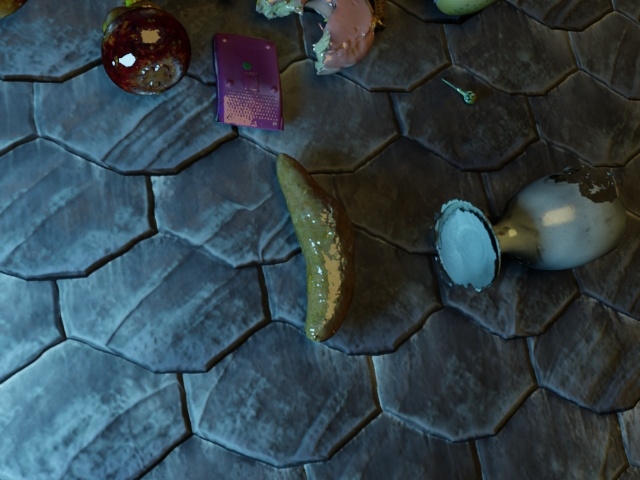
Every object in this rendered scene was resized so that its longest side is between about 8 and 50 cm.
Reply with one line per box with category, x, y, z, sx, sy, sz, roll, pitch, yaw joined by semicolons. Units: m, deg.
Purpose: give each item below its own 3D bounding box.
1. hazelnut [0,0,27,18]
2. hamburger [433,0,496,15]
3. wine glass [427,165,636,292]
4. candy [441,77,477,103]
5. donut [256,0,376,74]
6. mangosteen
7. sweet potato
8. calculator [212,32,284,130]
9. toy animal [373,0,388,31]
hazelnut;-0.528;-0.424;1.411;0.143;0.143;0.154;-38;105;-32
hamburger;0.298;-0.533;1.838;0.175;0.175;0.137;-18;92;-30
wine glass;0.393;-0.021;1.663;0.357;0.190;0.190;-16;78;-27
candy;0.280;-0.305;1.818;0.083;0.025;0.023;36;16;0
donut;-0.002;-0.422;1.688;0.233;0.085;0.199;48;58;-1
mangosteen;-0.301;-0.321;1.483;0.146;0.156;0.181;-46;63;-7
sweet potato;0.004;0.001;1.517;0.114;0.092;0.341;-8;72;-11
calculator;-0.129;-0.285;1.604;0.127;0.034;0.190;3;68;-23
toy animal;0.099;-0.546;1.808;0.149;0.054;0.275;-19;80;-28
